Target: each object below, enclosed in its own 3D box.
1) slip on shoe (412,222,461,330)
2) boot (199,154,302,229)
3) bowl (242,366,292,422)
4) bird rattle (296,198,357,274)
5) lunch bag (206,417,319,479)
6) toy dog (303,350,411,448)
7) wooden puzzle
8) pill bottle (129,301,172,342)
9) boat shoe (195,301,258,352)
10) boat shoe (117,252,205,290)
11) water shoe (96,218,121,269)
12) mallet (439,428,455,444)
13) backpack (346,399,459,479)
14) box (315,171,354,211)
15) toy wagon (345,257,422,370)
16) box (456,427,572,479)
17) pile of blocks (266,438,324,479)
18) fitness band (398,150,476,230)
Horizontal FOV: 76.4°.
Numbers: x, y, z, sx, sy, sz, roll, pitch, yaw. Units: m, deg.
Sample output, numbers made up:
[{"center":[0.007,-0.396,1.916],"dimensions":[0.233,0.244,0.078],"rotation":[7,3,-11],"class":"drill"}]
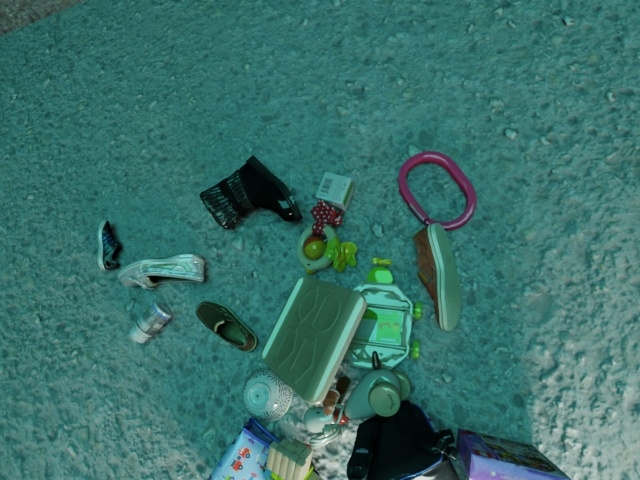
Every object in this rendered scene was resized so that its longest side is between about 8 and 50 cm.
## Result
[{"center":[0.359,0.114,1.262],"dimensions":[0.101,0.123,0.331],"rotation":[-21,72,40],"class":"slip on shoe"},{"center":[-0.247,-0.122,1.446],"dimensions":[0.260,0.131,0.348],"rotation":[-40,58,-9],"class":"boot"},{"center":[-0.181,0.484,1.275],"dimensions":[0.170,0.080,0.170],"rotation":[-3,74,12],"class":"bowl"},{"center":[0.000,0.000,1.364],"dimensions":[0.207,0.143,0.253],"rotation":[-35,65,18],"class":"bird rattle"},{"center":[-0.162,0.711,1.185],"dimensions":[0.293,0.138,0.221],"rotation":[34,81,7],"class":"lunch bag"},{"center":[0.089,0.429,1.157],"dimensions":[0.334,0.220,0.161],"rotation":[-22,79,-3],"class":"toy dog"},{"center":[-0.020,0.284,1.235],"dimensions":[0.348,0.080,0.322],"rotation":[11,72,58],"class":"wooden puzzle"},{"center":[-0.598,0.289,1.430],"dimensions":[0.078,0.078,0.137],"rotation":[42,86,21],"class":"pill bottle"},{"center":[-0.324,0.278,1.362],"dimensions":[0.257,0.095,0.095],"rotation":[27,81,19],"class":"boat shoe"},{"center":[-0.571,0.125,1.457],"dimensions":[0.320,0.118,0.103],"rotation":[-10,67,3],"class":"boat shoe"},{"center":[-0.813,0.016,1.579],"dimensions":[0.080,0.073,0.203],"rotation":[-3,76,-11],"class":"water shoe"},{"center":[0.355,0.631,1.135],"dimensions":[0.062,0.039,0.189],"rotation":[-9,75,9],"class":"mallet"},{"center":[0.217,0.566,1.065],"dimensions":[0.277,0.263,0.213],"rotation":[-24,107,6],"class":"backpack"},{"center":[0.053,-0.168,1.418],"dimensions":[0.102,0.087,0.101],"rotation":[17,78,16],"class":"box"},{"center":[0.181,0.226,1.279],"dimensions":[0.267,0.068,0.344],"rotation":[4,74,14],"class":"toy wagon"},{"center":[0.453,0.541,0.999],"dimensions":[0.201,0.293,0.057],"rotation":[8,78,15],"class":"box"},{"center":[-0.049,0.693,1.123],"dimensions":[0.149,0.113,0.362],"rotation":[-6,101,33],"class":"pile of blocks"},{"center":[0.388,-0.167,1.364],"dimensions":[0.209,0.054,0.291],"rotation":[-29,70,0],"class":"fitness band"}]
